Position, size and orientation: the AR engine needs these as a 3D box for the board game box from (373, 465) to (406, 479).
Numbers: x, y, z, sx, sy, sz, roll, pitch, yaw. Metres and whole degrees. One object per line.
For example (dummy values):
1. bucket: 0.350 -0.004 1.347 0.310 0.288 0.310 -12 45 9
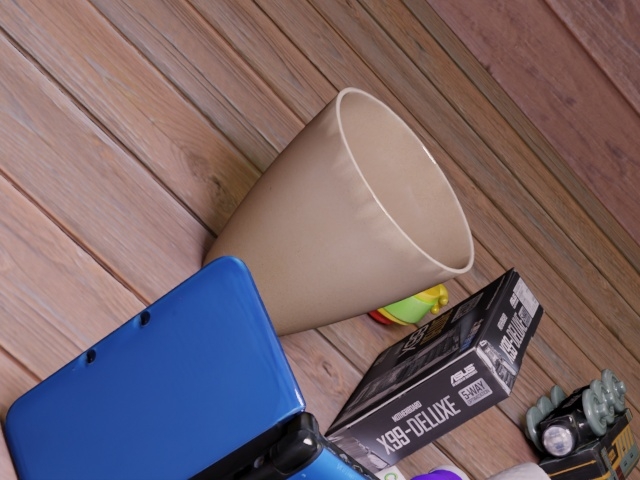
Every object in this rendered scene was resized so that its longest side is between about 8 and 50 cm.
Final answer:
1. board game box: 0.119 0.398 1.389 0.193 0.053 0.305 52 -20 50

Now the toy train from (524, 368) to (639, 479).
1. toy train: 0.438 0.330 2.257 0.334 0.142 0.190 -15 84 -67

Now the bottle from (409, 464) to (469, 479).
1. bottle: 0.117 0.348 1.651 0.118 0.092 0.283 53 23 1

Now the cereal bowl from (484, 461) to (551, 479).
1. cereal bowl: 0.223 0.418 1.485 0.339 0.141 0.339 160 -90 -85

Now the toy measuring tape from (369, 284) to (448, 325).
1. toy measuring tape: 0.069 0.045 1.947 0.330 0.121 0.121 24 38 -38

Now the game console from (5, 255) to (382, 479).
1. game console: -0.095 0.201 1.186 0.250 0.293 0.173 41 27 -31

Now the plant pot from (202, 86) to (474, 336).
1. plant pot: 0.000 0.000 1.657 0.256 0.274 0.256 43 26 -26

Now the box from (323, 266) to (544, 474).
1. box: 0.150 0.170 1.763 0.076 0.242 0.307 54 24 -4
